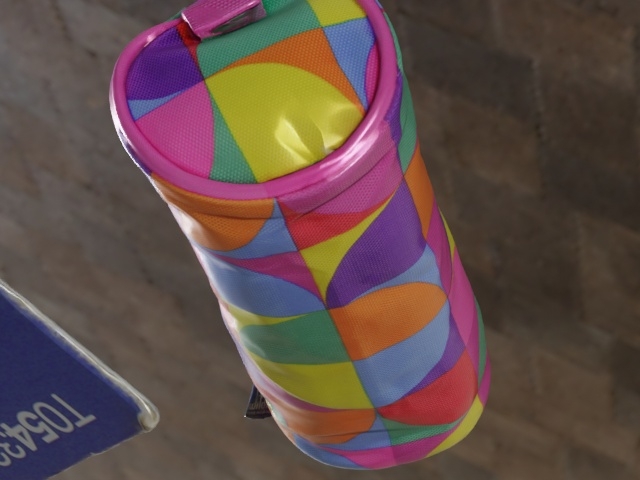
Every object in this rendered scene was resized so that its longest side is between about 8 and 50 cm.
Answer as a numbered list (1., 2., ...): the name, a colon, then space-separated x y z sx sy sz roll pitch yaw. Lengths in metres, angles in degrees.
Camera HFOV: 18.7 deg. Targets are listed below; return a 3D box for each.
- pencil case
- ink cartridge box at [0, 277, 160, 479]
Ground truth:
1. pencil case: 0.000 0.000 0.701 0.104 0.104 0.236 20 157 21
2. ink cartridge box: -0.261 0.017 0.595 0.330 0.071 0.324 42 141 -14
